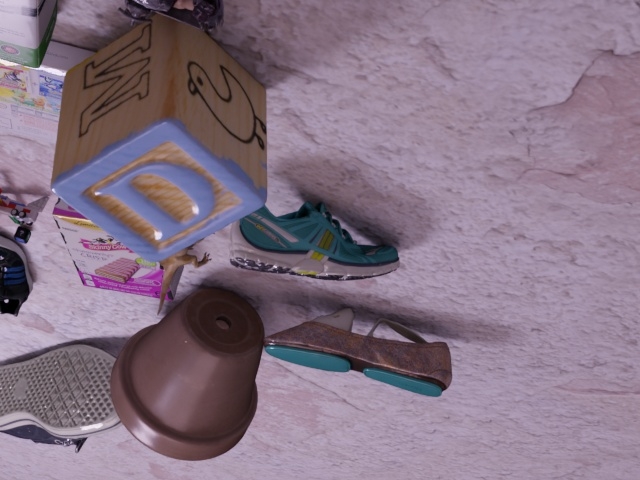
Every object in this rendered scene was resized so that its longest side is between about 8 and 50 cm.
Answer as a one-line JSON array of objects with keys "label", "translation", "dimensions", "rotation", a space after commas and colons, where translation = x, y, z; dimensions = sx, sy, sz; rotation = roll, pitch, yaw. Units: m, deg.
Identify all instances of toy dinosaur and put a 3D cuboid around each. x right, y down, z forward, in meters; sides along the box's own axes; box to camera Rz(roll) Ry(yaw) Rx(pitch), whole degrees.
[{"label": "toy dinosaur", "translation": [-0.216, 0.021, 1.970], "dimensions": [0.053, 0.092, 0.183], "rotation": [39, 126, 31]}]

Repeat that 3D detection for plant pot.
[{"label": "plant pot", "translation": [-0.201, 0.203, 2.183], "dimensions": [0.263, 0.263, 0.229], "rotation": [21, 131, -13]}]

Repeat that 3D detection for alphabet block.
[{"label": "alphabet block", "translation": [-0.191, -0.125, 1.558], "dimensions": [0.193, 0.197, 0.192], "rotation": [-25, 136, 24]}]

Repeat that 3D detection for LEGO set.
[{"label": "LEGO set", "translation": [-0.545, -0.071, 2.029], "dimensions": [0.244, 0.060, 0.182], "rotation": [31, 159, -27]}]

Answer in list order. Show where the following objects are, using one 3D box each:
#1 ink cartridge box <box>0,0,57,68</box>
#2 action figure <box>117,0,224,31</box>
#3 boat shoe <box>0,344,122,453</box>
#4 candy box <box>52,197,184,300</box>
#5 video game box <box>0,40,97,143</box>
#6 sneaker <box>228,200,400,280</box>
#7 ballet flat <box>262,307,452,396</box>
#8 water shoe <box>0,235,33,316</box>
[{"label": "ink cartridge box", "translation": [-0.383, -0.305, 1.476], "dimensions": [0.153, 0.087, 0.208], "rotation": [16, 152, -5]}, {"label": "action figure", "translation": [-0.175, -0.305, 1.383], "dimensions": [0.185, 0.099, 0.285], "rotation": [16, 155, -15]}, {"label": "boat shoe", "translation": [-0.498, 0.318, 2.547], "dimensions": [0.156, 0.187, 0.500], "rotation": [29, 153, -36]}, {"label": "candy box", "translation": [-0.311, 0.003, 2.009], "dimensions": [0.159, 0.071, 0.233], "rotation": [9, 150, 9]}, {"label": "video game box", "translation": [-0.369, -0.197, 1.704], "dimensions": [0.205, 0.048, 0.187], "rotation": [14, 153, -2]}, {"label": "sneaker", "translation": [0.000, 0.000, 1.842], "dimensions": [0.275, 0.110, 0.107], "rotation": [10, 174, -31]}, {"label": "ballet flat", "translation": [0.065, 0.173, 2.119], "dimensions": [0.316, 0.106, 0.107], "rotation": [15, 158, -1]}, {"label": "water shoe", "translation": [-0.541, 0.063, 2.202], "dimensions": [0.073, 0.080, 0.203], "rotation": [6, 151, 12]}]
